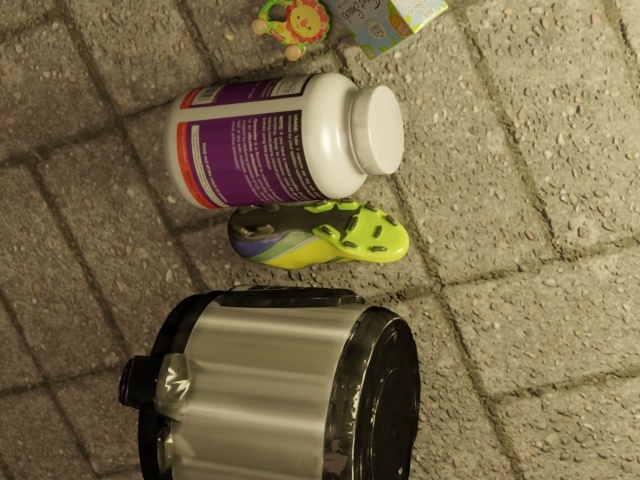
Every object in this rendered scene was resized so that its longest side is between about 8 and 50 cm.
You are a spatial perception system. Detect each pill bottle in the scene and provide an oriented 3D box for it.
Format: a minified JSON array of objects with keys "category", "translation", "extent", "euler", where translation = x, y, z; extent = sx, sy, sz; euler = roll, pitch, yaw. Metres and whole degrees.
[{"category":"pill bottle","translation":[-0.052,-0.143,1.982],"extent":[0.323,0.181,0.181],"euler":[-3,113,26]}]

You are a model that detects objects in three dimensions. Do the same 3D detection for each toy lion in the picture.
[{"category":"toy lion","translation":[-0.036,-0.315,1.981],"extent":[0.100,0.034,0.096],"euler":[37,117,3]}]

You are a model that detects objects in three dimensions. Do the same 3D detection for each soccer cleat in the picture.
[{"category":"soccer cleat","translation":[0.000,-0.001,2.105],"extent":[0.289,0.093,0.121],"euler":[5,147,18]}]

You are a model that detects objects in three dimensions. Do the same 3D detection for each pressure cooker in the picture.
[{"category":"pressure cooker","translation":[-0.090,0.259,2.085],"extent":[0.420,0.375,0.369],"euler":[4,122,20]}]

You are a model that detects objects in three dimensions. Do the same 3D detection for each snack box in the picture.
[{"category":"snack box","translation":[0.056,-0.355,1.841],"extent":[0.207,0.070,0.174],"euler":[51,163,-6]}]
